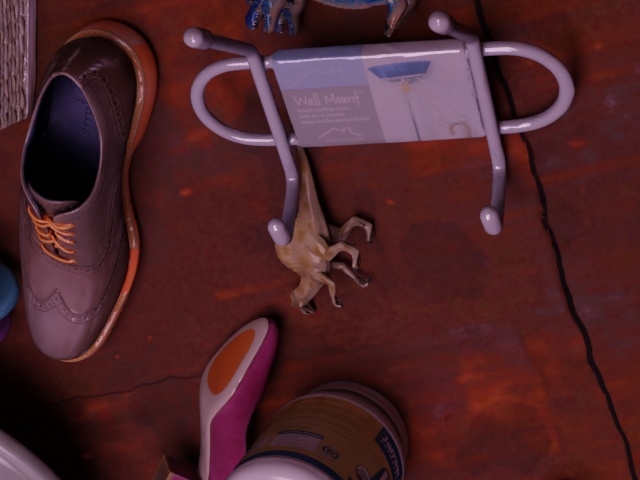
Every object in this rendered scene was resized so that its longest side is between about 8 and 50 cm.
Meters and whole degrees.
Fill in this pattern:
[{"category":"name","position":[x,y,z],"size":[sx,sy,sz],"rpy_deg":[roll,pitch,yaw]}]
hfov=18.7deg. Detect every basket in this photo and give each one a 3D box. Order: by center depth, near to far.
[{"category":"basket","position":[-0.345,-0.190,1.868],"size":[0.113,0.103,0.167],"rpy_deg":[12,115,15]}]

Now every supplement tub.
[{"category":"supplement tub","position":[-0.003,0.232,1.863],"size":[0.144,0.199,0.144],"rpy_deg":[9,116,18]}]

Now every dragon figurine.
[{"category":"dragon figurine","position":[0.036,-0.276,1.692],"size":[0.144,0.085,0.289],"rpy_deg":[31,121,6]}]

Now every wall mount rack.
[{"category":"wall mount rack","position":[0.035,-0.120,1.672],"size":[0.350,0.130,0.304],"rpy_deg":[-3,141,15]}]

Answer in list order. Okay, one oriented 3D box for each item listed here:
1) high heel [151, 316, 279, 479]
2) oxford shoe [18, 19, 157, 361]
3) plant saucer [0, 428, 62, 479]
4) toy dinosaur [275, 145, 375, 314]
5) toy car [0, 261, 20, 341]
[{"category":"high heel","position":[-0.072,0.190,1.961],"size":[0.117,0.082,0.244],"rpy_deg":[20,108,-24]},{"category":"oxford shoe","position":[-0.251,-0.029,1.884],"size":[0.130,0.133,0.363],"rpy_deg":[15,117,14]},{"category":"plant saucer","position":[-0.433,0.306,2.043],"size":[0.400,0.100,0.400],"rpy_deg":[13,138,12]},{"category":"toy dinosaur","position":[0.000,0.000,1.846],"size":[0.092,0.053,0.183],"rpy_deg":[10,115,19]},{"category":"toy car","position":[-0.382,0.069,1.989],"size":[0.182,0.159,0.136],"rpy_deg":[-35,131,29]}]
